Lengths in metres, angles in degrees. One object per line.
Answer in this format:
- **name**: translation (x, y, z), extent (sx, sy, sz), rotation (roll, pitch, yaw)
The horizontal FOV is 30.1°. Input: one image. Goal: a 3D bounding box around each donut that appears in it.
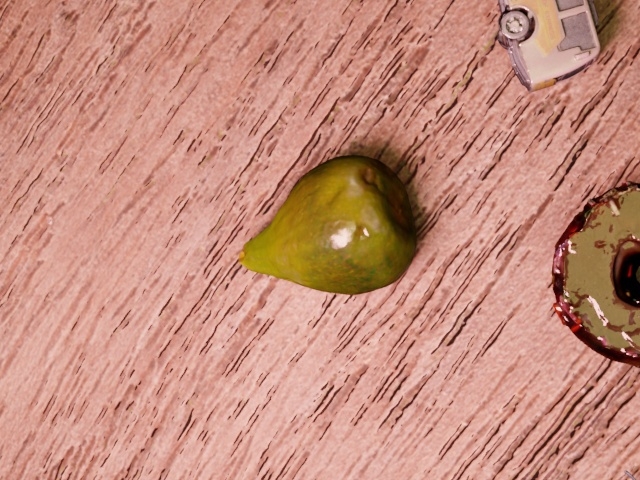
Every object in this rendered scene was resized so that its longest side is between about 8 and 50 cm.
- **donut**: translation (0.453, 0.049, 1.652), extent (0.270, 0.103, 0.269), rotation (0, 88, 14)

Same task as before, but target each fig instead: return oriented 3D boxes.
- **fig**: translation (0.000, 0.000, 1.728), extent (0.275, 0.206, 0.206), rotation (-23, 86, 26)

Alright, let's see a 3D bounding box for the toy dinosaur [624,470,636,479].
- **toy dinosaur**: translation (0.412, 0.423, 1.694), extent (0.080, 0.045, 0.197), rotation (26, 100, 22)

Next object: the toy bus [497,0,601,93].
- **toy bus**: translation (0.296, -0.388, 1.686), extent (0.138, 0.097, 0.342), rotation (-16, 86, 6)
